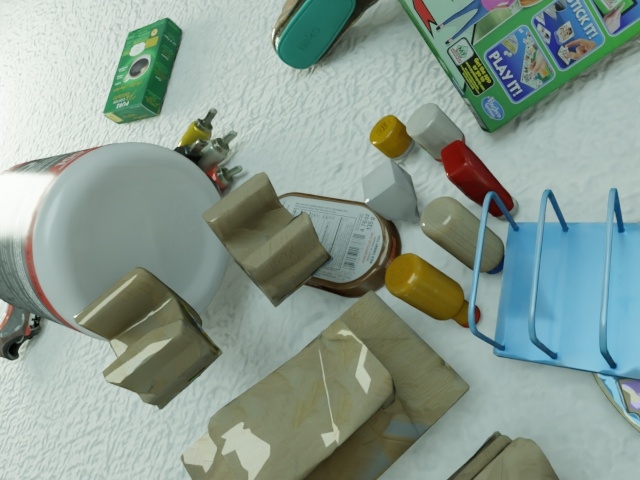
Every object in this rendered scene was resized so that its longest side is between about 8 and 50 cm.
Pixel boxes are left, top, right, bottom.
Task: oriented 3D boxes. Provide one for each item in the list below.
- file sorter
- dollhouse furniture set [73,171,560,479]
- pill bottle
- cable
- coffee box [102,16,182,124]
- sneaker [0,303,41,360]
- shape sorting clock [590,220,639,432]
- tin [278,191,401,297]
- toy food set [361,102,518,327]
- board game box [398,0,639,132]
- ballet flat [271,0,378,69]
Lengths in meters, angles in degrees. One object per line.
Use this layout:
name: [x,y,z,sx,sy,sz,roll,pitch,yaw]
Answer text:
file sorter: [0.201,0.028,0.323,0.170,0.104,0.118,2,71,37]
dollhouse furniture set: [-0.059,0.223,0.406,0.394,0.256,0.362,-39,62,-11]
pill bottle: [-0.302,-0.003,0.589,0.363,0.210,0.210,3,73,40]
cable: [-0.229,-0.067,0.711,0.287,0.072,0.139,-31,75,31]
coffee box: [-0.321,-0.304,0.848,0.113,0.040,0.184,-3,70,31]
sneaker: [-0.485,0.127,0.782,0.065,0.061,0.157,28,88,9]
shape sorting clock: [0.301,0.064,0.333,0.206,0.040,0.206,-11,66,27]
tin: [0.000,0.000,0.542,0.190,0.040,0.106,12,74,34]
toy food set: [0.121,-0.038,0.467,0.111,0.105,0.232,-36,38,30]
board game box: [0.160,-0.292,0.425,0.214,0.046,0.317,-35,102,17]
ballet flat: [0.044,-0.339,0.566,0.316,0.108,0.106,-25,45,43]
